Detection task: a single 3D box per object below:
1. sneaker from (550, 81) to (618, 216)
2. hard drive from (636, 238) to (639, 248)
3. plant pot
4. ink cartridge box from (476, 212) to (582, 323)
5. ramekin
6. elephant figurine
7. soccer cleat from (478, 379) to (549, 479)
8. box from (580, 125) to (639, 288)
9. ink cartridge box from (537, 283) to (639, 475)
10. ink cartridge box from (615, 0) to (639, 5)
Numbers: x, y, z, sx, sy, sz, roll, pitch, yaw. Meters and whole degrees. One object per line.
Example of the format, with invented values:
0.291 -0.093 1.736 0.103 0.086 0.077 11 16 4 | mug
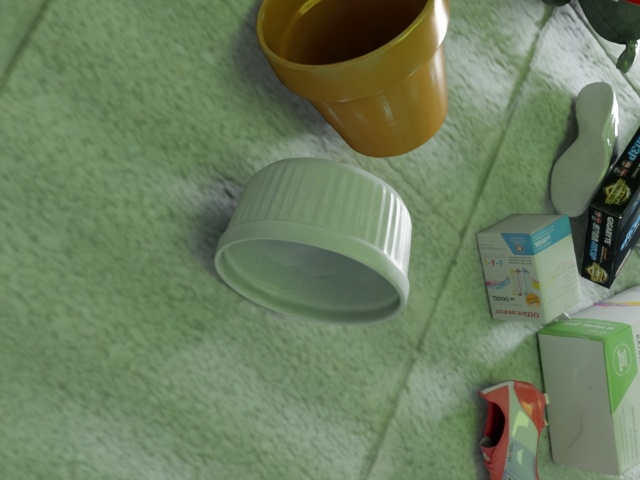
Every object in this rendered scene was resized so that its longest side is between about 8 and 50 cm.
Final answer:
0.394 -0.117 1.810 0.094 0.080 0.212 45 59 -49 | sneaker
0.639 -0.036 2.070 0.353 0.047 0.233 30 71 -42 | hard drive
0.057 -0.199 1.396 0.205 0.205 0.188 -59 143 -26 | plant pot
0.282 0.045 1.685 0.090 0.092 0.143 -25 108 -41 | ink cartridge box
0.000 0.000 1.332 0.207 0.207 0.109 37 57 -39 | ramekin
0.374 -0.388 1.742 0.239 0.169 0.186 26 29 -33 | elephant figurine
0.253 0.309 1.688 0.095 0.083 0.248 -1 96 -20 | soccer cleat
0.450 -0.065 1.821 0.220 0.051 0.175 -52 154 -28 | box
0.480 0.187 1.867 0.353 0.119 0.207 -18 104 -43 | ink cartridge box
0.367 -0.483 1.619 0.272 0.130 0.309 14 74 -6 | ink cartridge box
